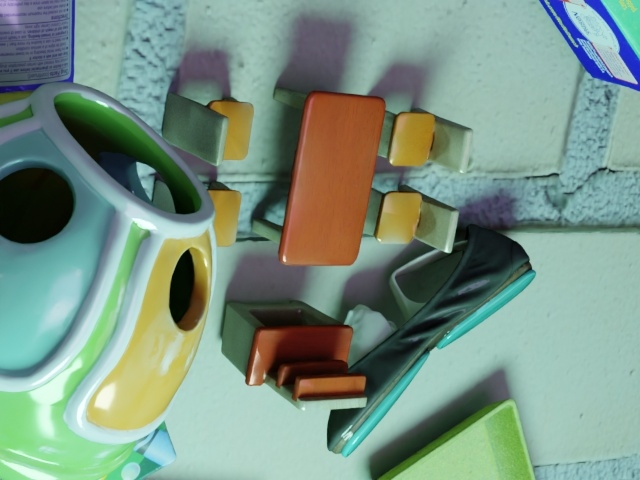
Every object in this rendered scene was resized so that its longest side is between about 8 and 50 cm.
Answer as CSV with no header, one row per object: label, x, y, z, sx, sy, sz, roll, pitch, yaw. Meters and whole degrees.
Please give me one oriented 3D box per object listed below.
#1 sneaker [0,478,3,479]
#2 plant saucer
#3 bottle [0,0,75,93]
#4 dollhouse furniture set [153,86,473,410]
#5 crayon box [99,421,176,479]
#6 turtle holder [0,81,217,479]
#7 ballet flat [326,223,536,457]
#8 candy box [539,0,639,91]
sneaker,-0.261,0.171,1.075,0.276,0.097,0.135,15,86,-66
plant saucer,0.134,0.272,1.560,0.188,0.045,0.188,-31,123,-21
bottle,-0.240,-0.132,1.111,0.118,0.092,0.283,-7,113,-26
dollhouse furniture set,0.000,0.000,1.295,0.262,0.135,0.259,0,107,-34
crayon box,-0.292,0.160,1.203,0.323,0.083,0.203,-28,122,-21
turtle holder,-0.205,0.000,1.009,0.243,0.320,0.227,16,122,-47
ballet flat,0.082,0.084,1.422,0.280,0.096,0.095,-40,167,-25
candy box,0.327,-0.337,1.391,0.317,0.122,0.268,-50,127,-8
